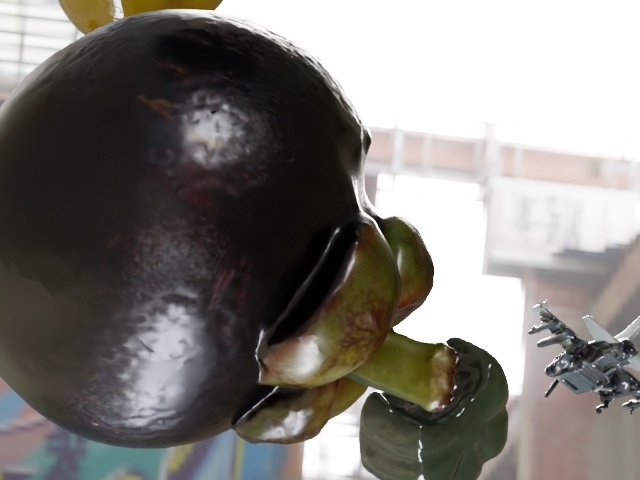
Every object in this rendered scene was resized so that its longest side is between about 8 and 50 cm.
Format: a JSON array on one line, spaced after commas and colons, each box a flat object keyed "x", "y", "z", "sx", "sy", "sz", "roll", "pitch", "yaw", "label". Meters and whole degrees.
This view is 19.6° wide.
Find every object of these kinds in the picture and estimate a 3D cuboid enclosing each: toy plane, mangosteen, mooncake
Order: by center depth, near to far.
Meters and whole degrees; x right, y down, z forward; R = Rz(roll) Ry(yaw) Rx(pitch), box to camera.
[{"x": -0.053, "y": 0.011, "z": 1.054, "sx": 0.275, "sy": 0.302, "sz": 0.275, "roll": -58, "pitch": 173, "yaw": -11, "label": "mangosteen"}, {"x": 0.246, "y": 0.118, "z": 1.723, "sx": 0.082, "sy": 0.160, "sz": 0.234, "roll": -55, "pitch": -175, "yaw": -28, "label": "toy plane"}, {"x": 0.121, "y": 0.183, "z": 1.922, "sx": 0.104, "sy": 0.168, "sz": 0.175, "roll": 22, "pitch": -105, "yaw": 42, "label": "mooncake"}]

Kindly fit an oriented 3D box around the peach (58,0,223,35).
[{"x": -0.187, "y": -0.329, "z": 1.988, "sx": 0.251, "sy": 0.153, "sz": 0.251, "roll": -14, "pitch": 108, "yaw": -50, "label": "peach"}]
